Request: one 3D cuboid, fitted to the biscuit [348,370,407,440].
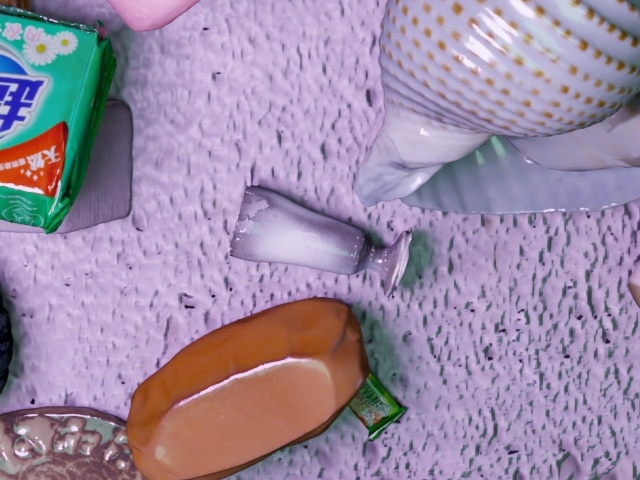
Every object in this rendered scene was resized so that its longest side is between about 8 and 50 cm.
[{"bbox_3d":[0.038,0.140,1.806,0.046,0.016,0.089,-37,101,11],"label":"biscuit"}]

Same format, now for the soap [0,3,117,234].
[{"bbox_3d":[-0.322,-0.109,1.624,0.273,0.098,0.218,12,73,4],"label":"soap"}]

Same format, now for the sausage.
[{"bbox_3d":[-0.068,0.136,1.746,0.241,0.136,0.120,-27,107,7],"label":"sausage"}]

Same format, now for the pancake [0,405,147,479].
[{"bbox_3d":[-0.246,0.292,1.849,0.286,0.033,0.288,-27,103,7],"label":"pancake"}]

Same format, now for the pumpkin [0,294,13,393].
[{"bbox_3d":[-0.374,0.087,1.740,0.202,0.140,0.202,1,105,4],"label":"pumpkin"}]

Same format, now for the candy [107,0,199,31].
[{"bbox_3d":[-0.085,-0.270,1.588,0.255,0.255,0.094,-38,100,11],"label":"candy"}]

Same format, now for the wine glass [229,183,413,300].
[{"bbox_3d":[0.000,0.000,1.744,0.155,0.072,0.072,16,105,-4],"label":"wine glass"}]

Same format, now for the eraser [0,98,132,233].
[{"bbox_3d":[-0.345,-0.070,1.727,0.352,0.077,0.111,2,105,1],"label":"eraser"}]

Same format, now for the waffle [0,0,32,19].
[{"bbox_3d":[-0.326,-0.199,1.709,0.148,0.042,0.102,-5,105,3],"label":"waffle"}]

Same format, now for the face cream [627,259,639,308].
[{"bbox_3d":[0.373,-0.071,1.663,0.081,0.173,0.348,33,104,15],"label":"face cream"}]

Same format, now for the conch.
[{"bbox_3d":[0.173,-0.151,1.618,0.303,0.215,0.319,24,149,-35],"label":"conch"}]
